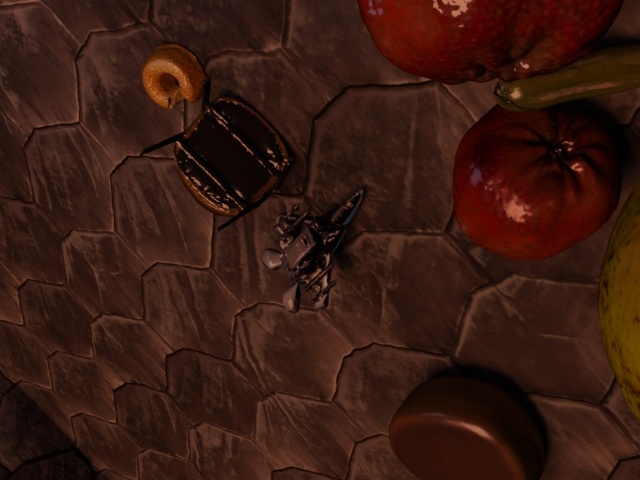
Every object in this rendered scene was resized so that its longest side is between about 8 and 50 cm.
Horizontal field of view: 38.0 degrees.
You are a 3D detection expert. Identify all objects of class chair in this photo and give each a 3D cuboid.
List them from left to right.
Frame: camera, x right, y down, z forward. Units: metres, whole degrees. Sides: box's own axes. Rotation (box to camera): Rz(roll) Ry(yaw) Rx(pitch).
[{"bbox_3d":[-0.140,-0.111,1.333,0.159,0.172,0.247,45,-174,-1],"label":"chair"}]

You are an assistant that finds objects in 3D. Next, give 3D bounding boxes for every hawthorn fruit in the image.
[{"bbox_3d":[0.147,-0.295,0.846,0.254,0.254,0.300,-3,95,44],"label":"hawthorn fruit"},{"bbox_3d":[0.228,-0.056,1.031,0.179,0.179,0.200,36,151,10],"label":"hawthorn fruit"}]

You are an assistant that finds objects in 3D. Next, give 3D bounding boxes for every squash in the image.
[{"bbox_3d":[0.266,-0.167,0.942,0.183,0.052,0.052,-11,124,6],"label":"squash"}]

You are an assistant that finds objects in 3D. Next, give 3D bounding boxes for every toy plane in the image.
[{"bbox_3d":[-0.006,0.001,1.369,0.169,0.078,0.246,64,145,21],"label":"toy plane"}]

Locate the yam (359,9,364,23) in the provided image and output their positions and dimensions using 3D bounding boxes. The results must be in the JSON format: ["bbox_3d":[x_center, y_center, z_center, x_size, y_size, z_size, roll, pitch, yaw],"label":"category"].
[{"bbox_3d":[0.056,-0.351,0.998,0.061,0.061,0.253,17,134,31],"label":"yam"}]

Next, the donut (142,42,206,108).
[{"bbox_3d":[-0.219,-0.239,1.370,0.108,0.043,0.097,-13,117,43],"label":"donut"}]

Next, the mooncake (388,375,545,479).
[{"bbox_3d":[0.228,0.299,1.405,0.235,0.117,0.234,22,136,24],"label":"mooncake"}]

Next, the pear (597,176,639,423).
[{"bbox_3d":[0.427,0.023,0.782,0.391,0.391,0.391,24,138,24],"label":"pear"}]
